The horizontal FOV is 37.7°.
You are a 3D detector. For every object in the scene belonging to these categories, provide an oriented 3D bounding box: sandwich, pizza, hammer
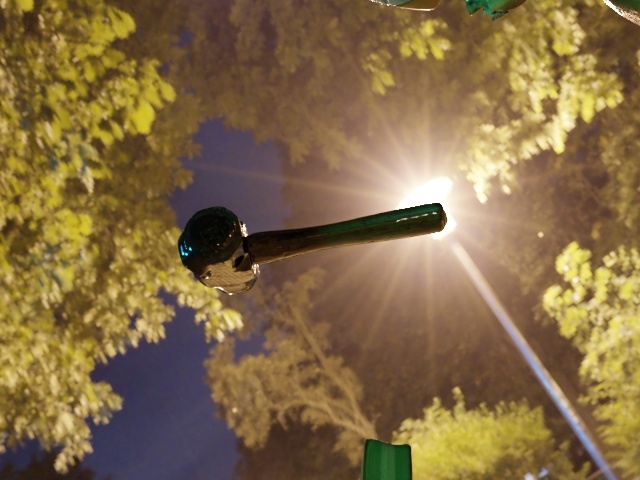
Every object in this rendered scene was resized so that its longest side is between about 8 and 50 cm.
[{"bbox_3d":[0.092,0.332,1.286,0.074,0.116,0.074,6,-13,-1],"label":"sandwich"},{"bbox_3d":[0.238,-0.357,1.238,0.185,0.052,0.195,-41,25,-14],"label":"pizza"},{"bbox_3d":[0.000,0.000,1.442,0.409,0.095,0.242,-8,-12,-1],"label":"hammer"}]

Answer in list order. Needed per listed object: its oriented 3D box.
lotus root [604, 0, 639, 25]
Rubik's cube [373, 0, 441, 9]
[{"bbox_3d":[0.413,-0.321,1.057,0.199,0.180,0.188,-29,-7,-26],"label":"lotus root"},{"bbox_3d":[0.098,-0.453,1.529,0.254,0.254,0.254,-29,-20,-11],"label":"Rubik's cube"}]
